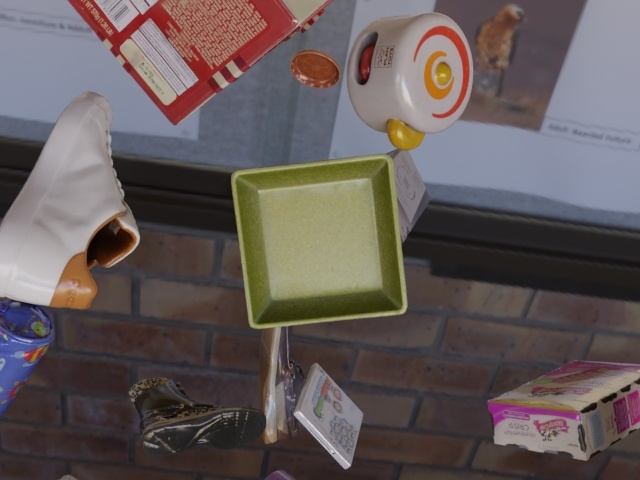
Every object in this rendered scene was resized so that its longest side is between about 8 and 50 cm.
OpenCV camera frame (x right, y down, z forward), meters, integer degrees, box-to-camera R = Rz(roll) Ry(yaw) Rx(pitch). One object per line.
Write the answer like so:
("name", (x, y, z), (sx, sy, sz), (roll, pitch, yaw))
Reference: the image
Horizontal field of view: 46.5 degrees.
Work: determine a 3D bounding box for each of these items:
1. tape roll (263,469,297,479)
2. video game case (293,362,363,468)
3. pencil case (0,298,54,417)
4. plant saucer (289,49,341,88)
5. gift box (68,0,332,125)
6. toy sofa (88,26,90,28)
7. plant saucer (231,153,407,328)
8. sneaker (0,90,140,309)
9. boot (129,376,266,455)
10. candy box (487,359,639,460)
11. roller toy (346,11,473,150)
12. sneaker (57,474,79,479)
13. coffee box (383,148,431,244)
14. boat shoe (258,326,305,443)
("tape roll", (-0.123, 0.711, 1.971), (0.080, 0.189, 0.189), (28, 37, 28))
("video game case", (0.018, 0.320, 1.372), (0.143, 0.019, 0.157), (48, 24, -10))
("pencil case", (-0.617, 0.240, 1.396), (0.133, 0.306, 0.119), (36, 21, -4))
("plant saucer", (-0.008, -0.276, 1.192), (0.083, 0.083, 0.013), (13, 64, 4))
("gift box", (-0.145, -0.324, 0.917), (0.276, 0.255, 0.258), (-24, 19, 33))
("toy sofa", (-0.312, -0.552, 1.332), (0.177, 0.363, 0.150), (5, 18, 2))
("plant saucer", (0.000, 0.000, 0.881), (0.188, 0.188, 0.045), (-6, 7, 3))
("sneaker", (-0.242, -0.040, 0.774), (0.123, 0.106, 0.290), (20, 44, -15))
("boot", (-0.238, 0.320, 1.414), (0.236, 0.085, 0.178), (-2, 21, -27))
("candy box", (0.385, 0.242, 1.102), (0.233, 0.071, 0.159), (-13, 4, -38))
("roller toy", (0.150, -0.269, 1.215), (0.146, 0.191, 0.209), (11, 44, 48))
("sneaker", (-0.449, 0.538, 1.518), (0.121, 0.099, 0.262), (-37, 33, -26))
("coffee box", (0.066, -0.045, 1.275), (0.168, 0.119, 0.297), (-21, 13, 28))
("boat shoe", (-0.080, 0.294, 1.588), (0.092, 0.285, 0.103), (0, 9, -16))
